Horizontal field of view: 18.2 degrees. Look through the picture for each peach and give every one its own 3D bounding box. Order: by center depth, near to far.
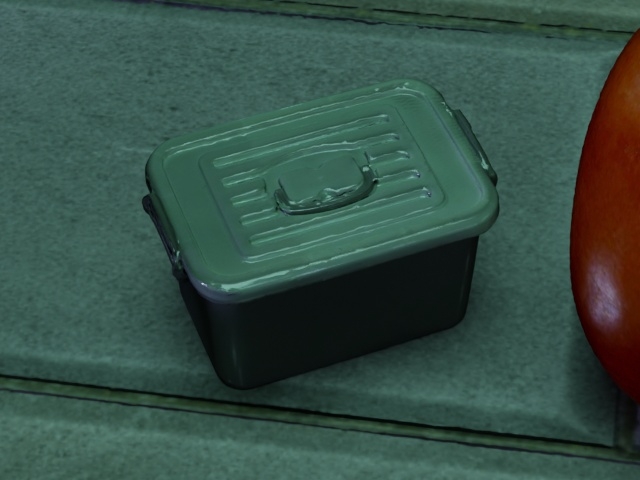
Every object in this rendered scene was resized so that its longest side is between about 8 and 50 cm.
[{"bbox_3d":[0.268,-0.044,1.353,0.257,0.362,0.201,-30,36,-30],"label":"peach"}]

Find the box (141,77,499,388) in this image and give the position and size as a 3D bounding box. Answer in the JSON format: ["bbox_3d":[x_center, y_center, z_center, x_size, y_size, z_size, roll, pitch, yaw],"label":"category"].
[{"bbox_3d":[0.000,0.000,1.447,0.243,0.135,0.163,-16,49,-15],"label":"box"}]
